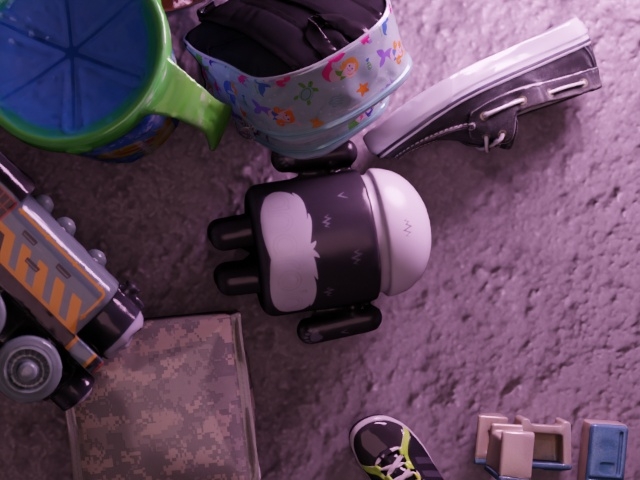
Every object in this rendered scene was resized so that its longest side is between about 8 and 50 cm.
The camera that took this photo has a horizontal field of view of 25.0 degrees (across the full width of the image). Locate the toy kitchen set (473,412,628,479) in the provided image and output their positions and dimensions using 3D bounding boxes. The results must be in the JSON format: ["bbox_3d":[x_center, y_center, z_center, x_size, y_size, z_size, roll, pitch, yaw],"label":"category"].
[{"bbox_3d":[0.311,0.301,1.876,0.207,0.166,0.122,4,92,-8],"label":"toy kitchen set"}]

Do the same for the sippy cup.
[{"bbox_3d":[-0.267,-0.195,1.732,0.240,0.224,0.305,-32,75,3],"label":"sippy cup"}]

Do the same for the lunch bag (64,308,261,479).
[{"bbox_3d":[-0.196,0.238,1.805,0.235,0.169,0.287,-6,89,-5],"label":"lunch bag"}]

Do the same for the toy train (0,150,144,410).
[{"bbox_3d":[-0.355,0.037,1.640,0.190,0.142,0.334,-45,102,-4],"label":"toy train"}]

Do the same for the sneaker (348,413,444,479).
[{"bbox_3d":[0.130,0.324,1.888,0.084,0.097,0.235,-40,97,-5],"label":"sneaker"}]

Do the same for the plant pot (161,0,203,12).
[{"bbox_3d":[-0.168,-0.395,1.794,0.167,0.167,0.165,-25,88,-6],"label":"plant pot"}]

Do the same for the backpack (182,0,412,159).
[{"bbox_3d":[-0.016,-0.215,1.757,0.225,0.253,0.191,-35,121,-20],"label":"backpack"}]

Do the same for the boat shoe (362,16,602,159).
[{"bbox_3d":[0.220,-0.172,1.867,0.335,0.121,0.119,-27,91,-8],"label":"boat shoe"}]

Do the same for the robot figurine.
[{"bbox_3d":[0.000,0.002,1.823,0.278,0.173,0.209,-9,136,-7],"label":"robot figurine"}]
